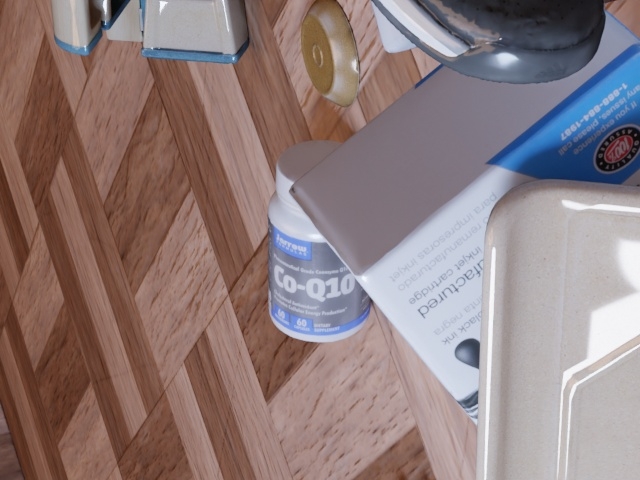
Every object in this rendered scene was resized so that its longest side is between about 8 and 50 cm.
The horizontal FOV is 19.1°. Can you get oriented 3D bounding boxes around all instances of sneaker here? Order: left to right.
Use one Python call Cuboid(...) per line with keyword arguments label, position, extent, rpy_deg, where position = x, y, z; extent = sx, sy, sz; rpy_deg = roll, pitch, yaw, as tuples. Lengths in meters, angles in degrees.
Cuboid(label="sneaker", position=(0.043, -0.172, 0.634), extent=(0.132, 0.086, 0.228), rpy_deg=(106, 147, -57))

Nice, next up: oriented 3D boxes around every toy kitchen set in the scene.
Cuboid(label="toy kitchen set", position=(-0.125, -0.200, 1.617), extent=(0.207, 0.166, 0.122), rpy_deg=(-67, -21, -58))

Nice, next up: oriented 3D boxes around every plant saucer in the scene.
Cuboid(label="plant saucer", position=(0.004, -0.136, 1.380), extent=(0.083, 0.015, 0.083), rpy_deg=(166, 90, -70))

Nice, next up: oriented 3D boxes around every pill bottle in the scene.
Cuboid(label="pill bottle", position=(0.000, 0.000, 1.391), extent=(0.078, 0.078, 0.137), rpy_deg=(-127, 30, -47))

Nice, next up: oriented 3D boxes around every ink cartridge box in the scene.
Cuboid(label="ink cartridge box", position=(0.107, 0.013, 0.819), extent=(0.203, 0.148, 0.086), rpy_deg=(49, -179, -36))

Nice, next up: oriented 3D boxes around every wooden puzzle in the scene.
Cuboid(label="wooden puzzle", position=(0.184, 0.076, 0.769), extent=(0.044, 0.239, 0.221), rpy_deg=(-76, -13, -57))

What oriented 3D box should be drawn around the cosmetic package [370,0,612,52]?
Cuboid(label="cosmetic package", position=(0.127, -0.243, 0.727), extent=(0.453, 0.162, 0.230), rpy_deg=(153, 102, -74))
